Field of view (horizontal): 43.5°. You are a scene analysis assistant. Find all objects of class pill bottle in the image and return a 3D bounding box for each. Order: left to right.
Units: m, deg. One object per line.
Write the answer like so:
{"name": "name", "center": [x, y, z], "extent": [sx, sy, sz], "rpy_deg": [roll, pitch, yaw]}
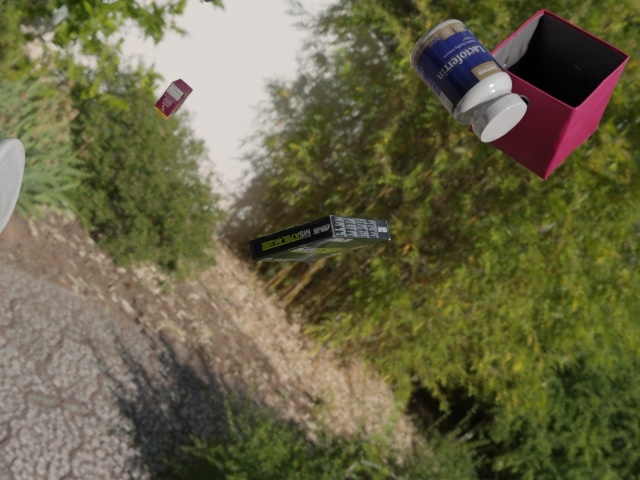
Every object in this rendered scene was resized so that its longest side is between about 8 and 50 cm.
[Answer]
{"name": "pill bottle", "center": [0.335, -0.358, 1.815], "extent": [0.264, 0.153, 0.153], "rpy_deg": [55, 6, 20]}

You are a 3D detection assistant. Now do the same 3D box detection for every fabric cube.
{"name": "fabric cube", "center": [0.557, -0.363, 1.999], "extent": [0.254, 0.259, 0.258], "rpy_deg": [38, -29, 21]}

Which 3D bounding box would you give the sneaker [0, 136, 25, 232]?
{"name": "sneaker", "center": [-0.487, -0.020, 0.983], "extent": [0.147, 0.295, 0.104], "rpy_deg": [19, -22, 9]}

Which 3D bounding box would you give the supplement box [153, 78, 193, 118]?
{"name": "supplement box", "center": [-0.344, -0.331, 1.876], "extent": [0.043, 0.083, 0.055], "rpy_deg": [42, 22, -3]}

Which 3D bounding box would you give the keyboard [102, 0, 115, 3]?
{"name": "keyboard", "center": [-0.295, -0.489, 1.436], "extent": [0.014, 0.072, 0.256], "rpy_deg": [36, 44, 7]}

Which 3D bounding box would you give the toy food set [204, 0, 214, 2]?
{"name": "toy food set", "center": [-0.185, -0.724, 1.946], "extent": [0.092, 0.220, 0.306], "rpy_deg": [63, 20, -68]}

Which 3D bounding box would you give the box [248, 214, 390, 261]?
{"name": "box", "center": [0.000, 0.000, 1.439], "extent": [0.191, 0.184, 0.045], "rpy_deg": [3, 76, -56]}
